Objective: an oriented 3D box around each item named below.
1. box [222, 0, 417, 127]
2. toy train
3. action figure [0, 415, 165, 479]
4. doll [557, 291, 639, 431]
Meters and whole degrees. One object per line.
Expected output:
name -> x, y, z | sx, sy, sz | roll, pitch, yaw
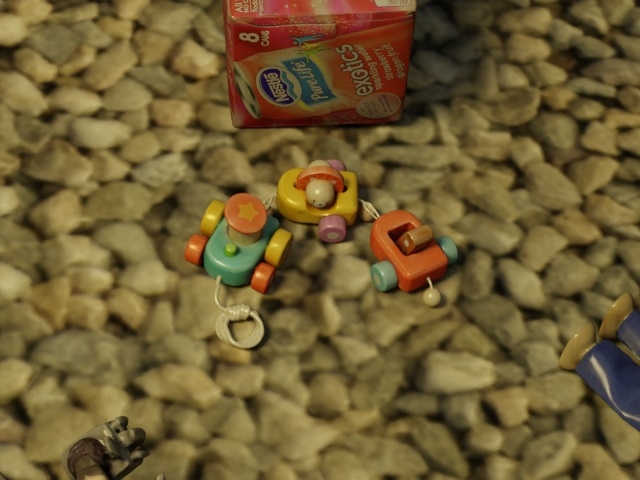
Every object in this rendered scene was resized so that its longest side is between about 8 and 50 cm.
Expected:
box -> -0.009, -0.217, 1.095 | 0.123, 0.128, 0.256 | -2, 61, -4
toy train -> 0.000, 0.000, 1.009 | 0.166, 0.046, 0.125 | -18, 59, -21
action figure -> -0.177, 0.152, 0.826 | 0.285, 0.099, 0.185 | 29, 69, 23
doll -> 0.240, 0.111, 0.964 | 0.129, 0.046, 0.189 | -34, 65, -27
